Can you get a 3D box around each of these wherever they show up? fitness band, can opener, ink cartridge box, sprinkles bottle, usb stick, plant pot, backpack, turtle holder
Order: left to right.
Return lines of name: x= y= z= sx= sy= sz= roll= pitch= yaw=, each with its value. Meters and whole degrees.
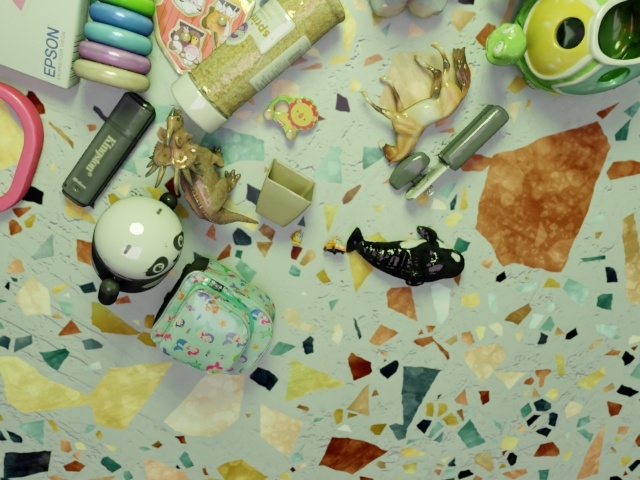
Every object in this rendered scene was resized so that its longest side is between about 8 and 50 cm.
fitness band: x=-0.704 y=-0.194 z=1.063 sx=0.209 sy=0.054 sz=0.291 roll=24 pitch=108 yaw=-12
ink cartridge box: x=-0.591 y=-0.488 z=0.919 sx=0.330 sy=0.071 sz=0.324 roll=18 pitch=121 yaw=-11
usb stick: x=-0.451 y=-0.191 z=1.082 sx=0.077 sy=0.045 sz=0.278 roll=37 pitch=105 yaw=-16
backpack: x=-0.231 y=0.189 z=1.168 sx=0.253 sy=0.191 sz=0.225 roll=31 pitch=105 yaw=-19
sprinkles bottle: x=-0.122 y=-0.364 z=0.990 sx=0.355 sy=0.121 sz=0.121 roll=-38 pitch=108 yaw=8
plant pot: x=-0.085 y=-0.096 z=1.110 sx=0.109 sy=0.109 sz=0.096 roll=29 pitch=118 yaw=-13
can opener: x=0.278 y=-0.193 z=1.105 sx=0.280 sy=0.074 sz=0.093 roll=-40 pitch=107 yaw=11
turtle holder: x=0.486 y=-0.403 z=0.957 sx=0.320 sy=0.227 sz=0.243 roll=19 pitch=109 yaw=-10

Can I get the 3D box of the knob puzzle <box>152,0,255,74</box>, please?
knob puzzle: x=-0.246 y=-0.423 z=1.015 sx=0.213 sy=0.030 sz=0.213 roll=-1 pitch=111 yaw=-3

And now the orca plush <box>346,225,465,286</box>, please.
orca plush: x=0.206 y=0.039 z=1.172 sx=0.287 sy=0.102 sz=0.151 roll=25 pitch=107 yaw=-12

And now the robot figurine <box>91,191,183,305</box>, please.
robot figurine: x=-0.377 y=0.016 z=1.051 sx=0.173 sy=0.278 sz=0.209 roll=-7 pitch=78 yaw=-27

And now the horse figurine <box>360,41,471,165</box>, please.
horse figurine: x=0.213 y=-0.294 z=1.070 sx=0.263 sy=0.066 sz=0.174 roll=-32 pitch=103 yaw=11

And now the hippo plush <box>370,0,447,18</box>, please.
hippo plush: x=0.198 y=-0.532 z=0.888 sx=0.234 sy=0.236 sz=0.294 roll=35 pitch=105 yaw=-14

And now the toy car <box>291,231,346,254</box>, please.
toy car: x=0.000 y=0.000 z=1.174 sx=0.122 sy=0.060 sz=0.041 roll=16 pitch=77 yaw=-16

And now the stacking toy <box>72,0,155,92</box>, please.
stacking toy: x=-0.367 y=-0.457 z=0.951 sx=0.141 sy=0.141 sz=0.331 roll=13 pitch=103 yaw=-8

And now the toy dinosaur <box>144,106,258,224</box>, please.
toy dinosaur: x=-0.248 y=-0.116 z=1.038 sx=0.127 sy=0.200 sz=0.296 roll=-30 pitch=110 yaw=8

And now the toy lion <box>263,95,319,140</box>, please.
toy lion: x=-0.058 y=-0.269 z=1.084 sx=0.100 sy=0.034 sz=0.096 roll=40 pitch=96 yaw=-15
